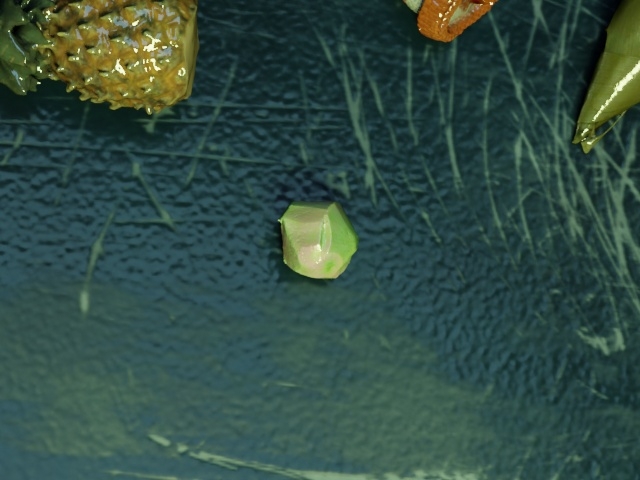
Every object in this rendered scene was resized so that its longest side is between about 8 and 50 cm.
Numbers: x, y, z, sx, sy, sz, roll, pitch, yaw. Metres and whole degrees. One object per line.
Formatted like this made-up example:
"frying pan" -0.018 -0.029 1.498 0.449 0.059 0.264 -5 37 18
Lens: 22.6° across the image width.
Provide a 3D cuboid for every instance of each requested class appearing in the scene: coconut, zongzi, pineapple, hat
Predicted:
"coconut" 0.000 0.000 1.655 0.081 0.082 0.083 6 30 16
"zongzi" 0.421 -0.220 1.714 0.123 0.260 0.289 38 70 -39
"pineapple" -0.279 -0.223 1.634 0.310 0.141 0.170 7 75 -2
"hat" 0.110 -0.302 1.760 0.162 0.094 0.112 39 61 19
